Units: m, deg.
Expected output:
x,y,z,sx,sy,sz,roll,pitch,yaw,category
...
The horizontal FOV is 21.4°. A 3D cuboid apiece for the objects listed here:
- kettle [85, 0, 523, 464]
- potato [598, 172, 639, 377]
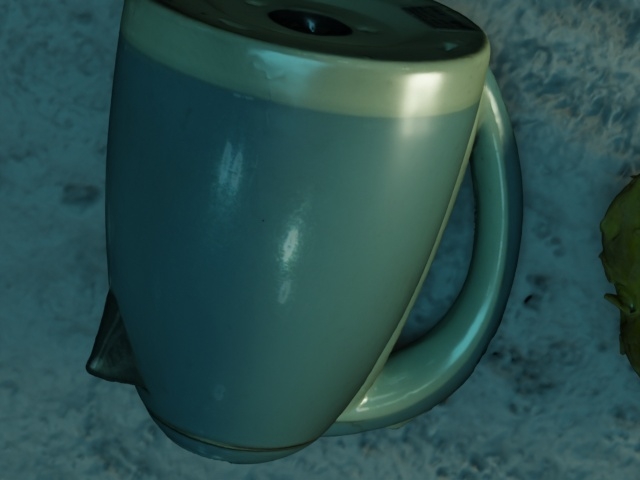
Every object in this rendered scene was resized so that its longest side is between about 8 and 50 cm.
x,y,z,sx,sy,sz,roll,pitch,yaw,category
0.000,0.000,1.198,0.319,0.247,0.342,3,112,-19,kettle
0.323,0.064,1.195,0.296,0.141,0.191,40,102,1,potato
